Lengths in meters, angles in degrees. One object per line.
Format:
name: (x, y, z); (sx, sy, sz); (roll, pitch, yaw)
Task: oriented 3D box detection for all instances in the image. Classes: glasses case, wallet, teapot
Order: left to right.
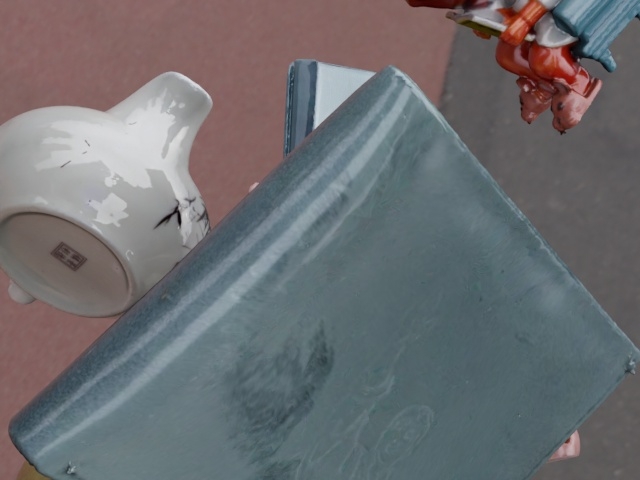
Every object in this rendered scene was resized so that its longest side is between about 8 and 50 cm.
teapot: (-0.203, -0.025, 1.207); (0.208, 0.300, 0.165); (27, 62, -23)
glasses case: (0.000, 0.000, 1.078); (0.105, 0.056, 0.266); (3, 91, -48)
wallet: (0.020, 0.075, 0.721); (0.290, 0.251, 0.054); (45, 1, -43)

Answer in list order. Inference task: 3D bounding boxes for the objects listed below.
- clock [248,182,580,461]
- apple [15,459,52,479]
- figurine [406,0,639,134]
clock: (0.056, 0.047, 0.955); (0.227, 0.142, 0.241); (0, 74, -33)
apple: (-0.196, 0.296, 1.467); (0.257, 0.233, 0.256); (1, 39, -1)
figurine: (0.056, -0.109, 0.524); (0.140, 0.068, 0.075); (38, 91, -15)
